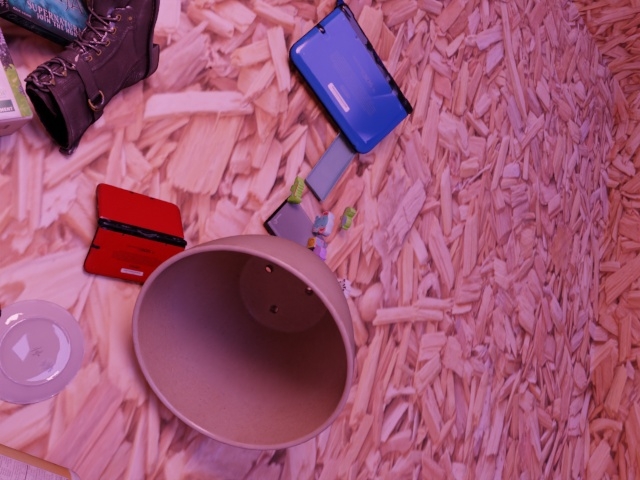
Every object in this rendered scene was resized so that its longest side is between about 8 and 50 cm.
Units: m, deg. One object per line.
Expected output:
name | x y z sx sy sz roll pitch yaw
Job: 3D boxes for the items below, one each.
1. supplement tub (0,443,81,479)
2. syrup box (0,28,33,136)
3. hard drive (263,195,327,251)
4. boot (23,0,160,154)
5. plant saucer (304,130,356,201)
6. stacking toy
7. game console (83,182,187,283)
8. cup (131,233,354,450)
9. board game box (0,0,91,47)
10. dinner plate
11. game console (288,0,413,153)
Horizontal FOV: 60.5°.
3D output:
supplement tub | -0.376 0.325 0.644 0.200 0.144 0.144 40 56 -32
syrup box | -0.470 -0.252 0.701 0.093 0.096 0.236 -24 100 -44
hard drive | -0.049 -0.011 1.111 0.135 0.022 0.094 55 50 -21
boot | -0.325 -0.273 0.775 0.262 0.091 0.229 96 19 -50
plant saucer | 0.025 -0.170 1.218 0.067 0.018 0.192 51 52 -24
stacking toy | 0.000 0.000 1.103 0.167 0.052 0.221 27 63 -38
game console | -0.297 -0.006 0.877 0.144 0.085 0.124 17 102 -40
cup | -0.091 0.123 0.879 0.330 0.331 0.237 65 20 -13
board game box | -0.389 -0.349 0.783 0.186 0.026 0.126 -4 84 -76
dinner plate | -0.393 0.151 0.753 0.141 0.017 0.141 9 78 -43
game console | 0.070 -0.389 1.286 0.250 0.173 0.293 -44 114 -10
